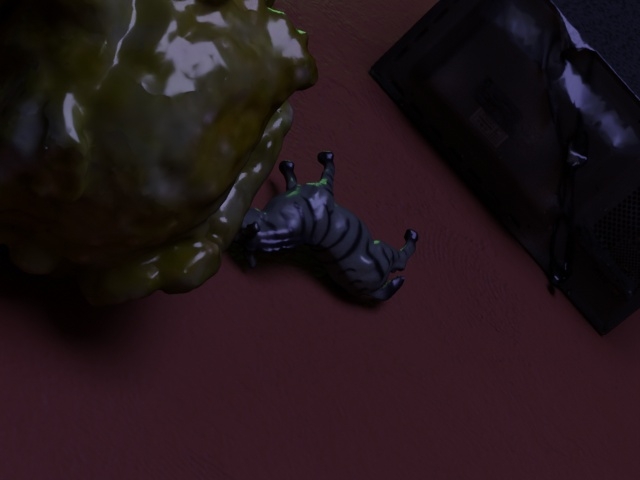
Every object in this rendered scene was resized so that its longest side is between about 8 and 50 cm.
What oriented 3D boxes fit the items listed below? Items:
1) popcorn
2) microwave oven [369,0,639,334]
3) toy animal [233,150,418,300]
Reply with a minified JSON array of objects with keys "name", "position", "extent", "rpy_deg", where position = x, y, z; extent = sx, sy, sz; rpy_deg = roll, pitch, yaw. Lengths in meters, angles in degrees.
[{"name":"popcorn","position":[-0.160,-0.110,1.326],"extent":[0.312,0.312,0.312],"rpy_deg":[34,31,-24]},{"name":"microwave oven","position":[0.325,-0.152,2.075],"extent":[0.432,0.236,0.374],"rpy_deg":[48,29,3]},{"name":"toy animal","position":[0.003,-0.003,1.623],"extent":[0.217,0.073,0.176],"rpy_deg":[40,35,-23]}]
